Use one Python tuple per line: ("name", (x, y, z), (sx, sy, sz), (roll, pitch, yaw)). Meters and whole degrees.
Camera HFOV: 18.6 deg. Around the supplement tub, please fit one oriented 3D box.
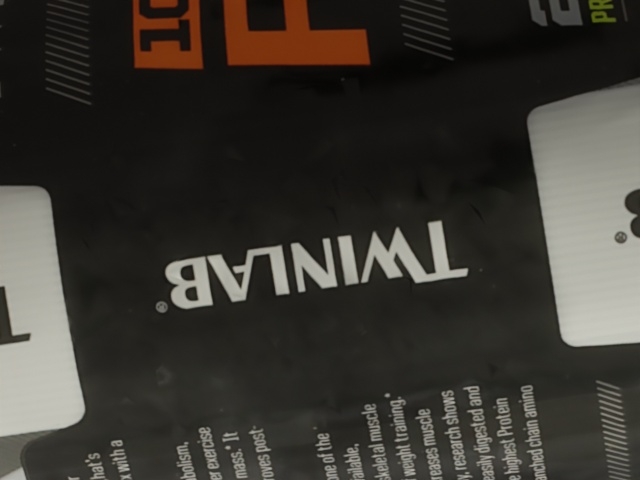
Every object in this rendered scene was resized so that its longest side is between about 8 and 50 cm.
("supplement tub", (0.000, 0.000, 0.542), (0.338, 0.207, 0.207), (-9, -123, 5))
